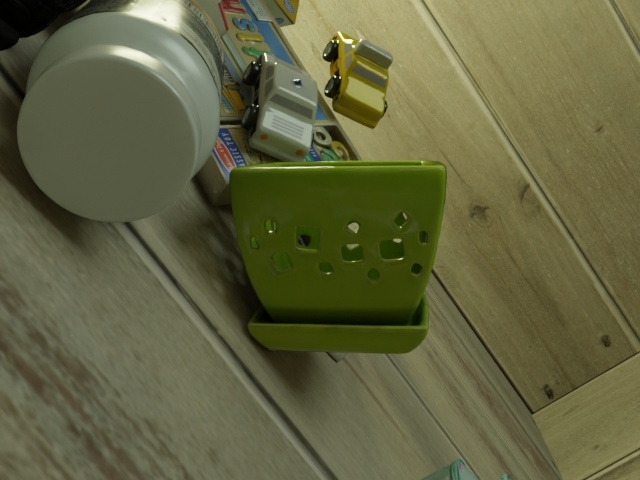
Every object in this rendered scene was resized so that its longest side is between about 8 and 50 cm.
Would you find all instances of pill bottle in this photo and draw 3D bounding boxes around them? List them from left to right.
[{"bbox_3d":[-0.169,-0.133,0.657,0.162,0.162,0.278,51,13,-25],"label":"pill bottle"}]

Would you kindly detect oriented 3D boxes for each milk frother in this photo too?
[{"bbox_3d":[-0.266,-0.253,0.631,0.135,0.143,0.129,42,22,-53],"label":"milk frother"}]

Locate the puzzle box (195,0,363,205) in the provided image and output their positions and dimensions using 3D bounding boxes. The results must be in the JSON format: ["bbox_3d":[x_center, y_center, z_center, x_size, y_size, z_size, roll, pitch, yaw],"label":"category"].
[{"bbox_3d":[-0.129,-0.239,1.081,0.272,0.052,0.409,-11,64,-43],"label":"puzzle box"}]

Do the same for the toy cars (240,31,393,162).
[{"bbox_3d":[0.011,-0.237,1.084,0.176,0.087,0.394,48,40,6],"label":"toy cars"}]

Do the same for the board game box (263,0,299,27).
[{"bbox_3d":[-0.216,-0.473,1.254,0.316,0.242,0.064,42,51,-53],"label":"board game box"}]

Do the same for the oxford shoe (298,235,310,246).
[{"bbox_3d":[0.000,0.000,1.146,0.227,0.096,0.083,56,-8,-19],"label":"oxford shoe"}]

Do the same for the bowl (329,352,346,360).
[{"bbox_3d":[0.003,0.086,1.052,0.142,0.053,0.142,50,12,-22],"label":"bowl"}]

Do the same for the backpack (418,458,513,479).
[{"bbox_3d":[0.177,0.344,0.820,0.188,0.144,0.166,48,18,-22],"label":"backpack"}]

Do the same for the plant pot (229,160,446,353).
[{"bbox_3d":[0.027,0.012,0.847,0.227,0.228,0.207,-52,143,-80],"label":"plant pot"}]

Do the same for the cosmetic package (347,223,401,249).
[{"bbox_3d":[0.068,-0.019,1.387,0.129,0.153,0.296,47,15,-46],"label":"cosmetic package"}]

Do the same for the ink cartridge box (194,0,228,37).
[{"bbox_3d":[-0.251,-0.352,0.872,0.283,0.117,0.207,48,-2,1],"label":"ink cartridge box"}]
